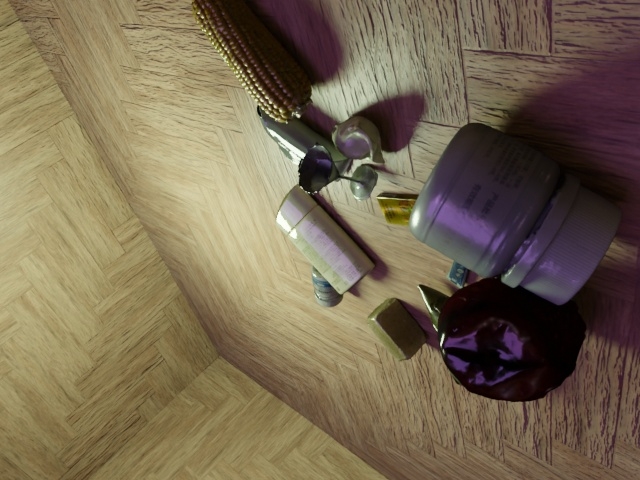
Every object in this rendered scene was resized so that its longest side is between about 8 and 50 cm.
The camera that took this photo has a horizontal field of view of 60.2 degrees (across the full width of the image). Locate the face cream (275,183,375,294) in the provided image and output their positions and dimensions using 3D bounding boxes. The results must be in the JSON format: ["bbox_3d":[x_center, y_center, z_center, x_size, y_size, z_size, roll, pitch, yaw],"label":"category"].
[{"bbox_3d":[0.000,0.000,1.720,0.348,0.081,0.173,47,129,2],"label":"face cream"}]

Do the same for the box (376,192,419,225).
[{"bbox_3d":[0.214,-0.076,1.393,0.156,0.022,0.089,12,137,49],"label":"box"}]

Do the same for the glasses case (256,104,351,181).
[{"bbox_3d":[-0.060,-0.262,1.483,0.308,0.083,0.128,39,151,18],"label":"glasses case"}]

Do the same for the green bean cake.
[{"bbox_3d":[0.238,0.280,1.735,0.179,0.109,0.085,49,154,-3],"label":"green bean cake"}]

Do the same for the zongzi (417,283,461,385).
[{"bbox_3d":[0.364,0.268,1.521,0.274,0.125,0.251,34,143,31],"label":"zongzi"}]

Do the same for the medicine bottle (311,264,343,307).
[{"bbox_3d":[0.024,0.139,1.869,0.105,0.105,0.168,32,149,29],"label":"medicine bottle"}]

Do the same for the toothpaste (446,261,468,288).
[{"bbox_3d":[0.347,0.056,1.361,0.057,0.034,0.197,42,156,26],"label":"toothpaste"}]

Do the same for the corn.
[{"bbox_3d":[-0.164,-0.450,1.332,0.387,0.144,0.144,50,153,3],"label":"corn"}]

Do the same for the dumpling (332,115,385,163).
[{"bbox_3d":[0.098,-0.222,1.291,0.134,0.100,0.169,45,157,-21],"label":"dumpling"}]

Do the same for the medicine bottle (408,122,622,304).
[{"bbox_3d":[0.342,-0.045,0.998,0.306,0.245,0.245,31,150,13],"label":"medicine bottle"}]

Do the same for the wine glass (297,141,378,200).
[{"bbox_3d":[0.049,-0.159,1.347,0.122,0.182,0.122,-7,81,47],"label":"wine glass"}]

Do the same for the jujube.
[{"bbox_3d":[0.395,0.186,1.121,0.258,0.376,0.259,12,106,45],"label":"jujube"}]
